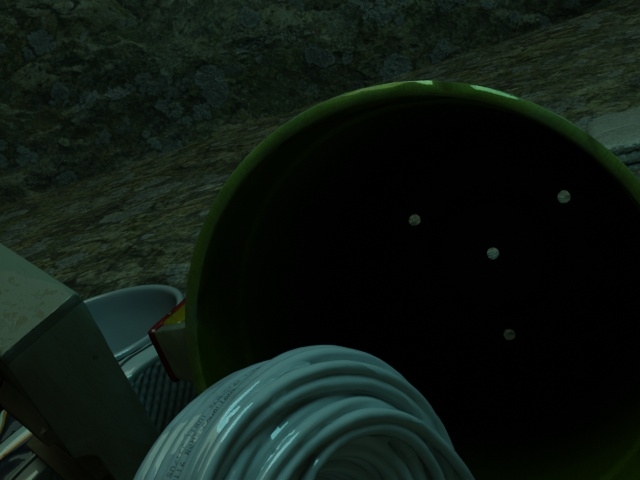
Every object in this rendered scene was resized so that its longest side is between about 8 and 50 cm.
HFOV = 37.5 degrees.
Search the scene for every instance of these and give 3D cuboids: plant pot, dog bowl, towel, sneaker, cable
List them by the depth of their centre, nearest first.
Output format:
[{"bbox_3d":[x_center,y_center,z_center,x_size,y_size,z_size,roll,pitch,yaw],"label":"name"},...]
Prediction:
[{"bbox_3d":[-0.004,0.190,0.564,0.089,0.257,0.257,-7,27,43],"label":"cable"},{"bbox_3d":[0.125,0.044,0.817,0.366,0.366,0.353,-11,6,20],"label":"plant pot"},{"bbox_3d":[-0.247,0.194,1.000,0.127,0.126,0.321,9,31,36],"label":"sneaker"},{"bbox_3d":[-0.280,0.159,1.188,0.265,0.104,0.265,-17,18,5],"label":"dog bowl"},{"bbox_3d":[0.562,-0.183,1.493,0.282,0.049,0.187,-12,18,20],"label":"towel"}]

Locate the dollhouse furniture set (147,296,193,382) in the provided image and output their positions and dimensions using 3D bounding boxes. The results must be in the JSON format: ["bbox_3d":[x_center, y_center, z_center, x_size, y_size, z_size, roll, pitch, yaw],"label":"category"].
[{"bbox_3d":[-0.041,0.073,1.080,0.152,0.201,0.374,-2,30,40],"label":"dollhouse furniture set"}]

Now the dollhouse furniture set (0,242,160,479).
[{"bbox_3d":[-0.327,0.220,0.706,0.362,0.256,0.394,25,57,37],"label":"dollhouse furniture set"}]
